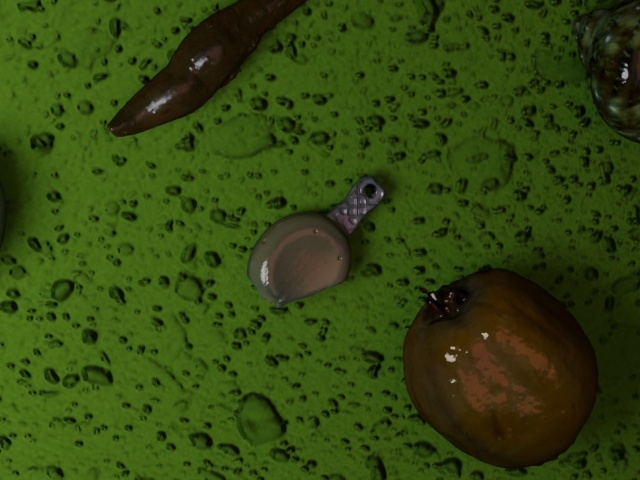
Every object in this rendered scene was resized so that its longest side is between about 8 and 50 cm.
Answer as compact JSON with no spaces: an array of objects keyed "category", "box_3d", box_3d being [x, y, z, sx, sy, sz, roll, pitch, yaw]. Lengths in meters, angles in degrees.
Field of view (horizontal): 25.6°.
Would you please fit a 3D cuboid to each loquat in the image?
[{"category":"loquat","box_3d":[0.186,0.131,1.480,0.187,0.176,0.234,-44,98,-7]}]

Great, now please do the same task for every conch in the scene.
[{"category":"conch","box_3d":[0.363,-0.189,1.520,0.187,0.124,0.181,-42,100,-32]}]

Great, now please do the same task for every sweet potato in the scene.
[{"category":"sweet potato","box_3d":[-0.101,-0.190,1.400,0.274,0.067,0.067,-40,108,-9]}]

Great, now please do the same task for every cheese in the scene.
[{"category":"cheese","box_3d":[0.003,0.006,1.469,0.171,0.047,0.092,-28,106,-12]}]

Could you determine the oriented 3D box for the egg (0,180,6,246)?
[{"category":"egg","box_3d":[-0.353,-0.015,1.318,0.114,0.114,0.152,10,98,-19]}]
